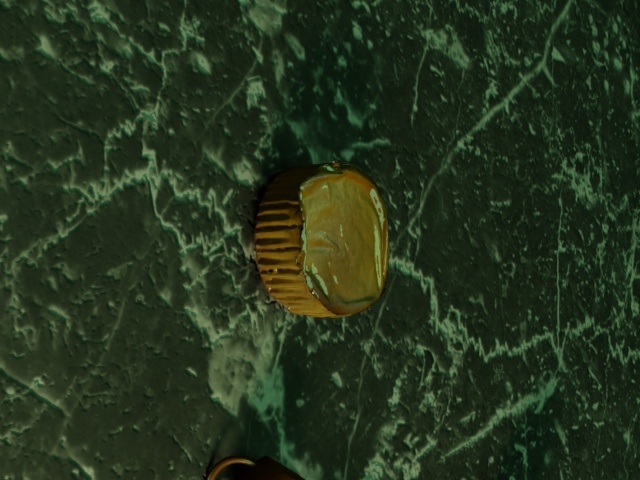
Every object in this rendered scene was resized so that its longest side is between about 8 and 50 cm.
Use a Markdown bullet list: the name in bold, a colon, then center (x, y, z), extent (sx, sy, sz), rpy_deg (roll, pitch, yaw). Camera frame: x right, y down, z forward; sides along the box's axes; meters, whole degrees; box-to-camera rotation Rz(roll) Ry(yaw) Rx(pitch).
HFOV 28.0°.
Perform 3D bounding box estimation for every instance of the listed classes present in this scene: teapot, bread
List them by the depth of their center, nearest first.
- **teapot**: center (-0.062, 0.319, 1.512), extent (0.173, 0.116, 0.116), rpy_deg (36, 57, -15)
- **bread**: center (0.001, 0.000, 1.597), extent (0.199, 0.104, 0.199), rpy_deg (7, 81, -48)
